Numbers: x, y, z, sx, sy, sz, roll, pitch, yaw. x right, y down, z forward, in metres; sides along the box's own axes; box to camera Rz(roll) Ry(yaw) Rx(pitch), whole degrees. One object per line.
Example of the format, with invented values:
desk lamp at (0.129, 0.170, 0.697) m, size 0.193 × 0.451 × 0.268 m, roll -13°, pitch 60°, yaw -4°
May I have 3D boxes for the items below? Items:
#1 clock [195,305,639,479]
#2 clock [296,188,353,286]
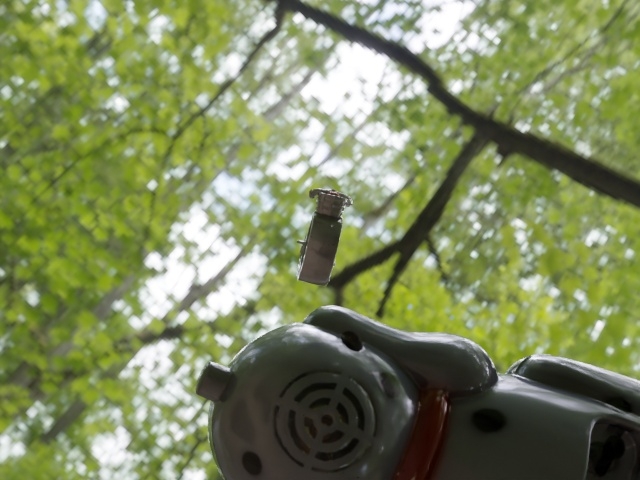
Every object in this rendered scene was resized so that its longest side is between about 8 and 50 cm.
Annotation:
clock at (0.051, 0.123, 0.615) m, size 0.254 × 0.189 × 0.189 m, roll 22°, pitch -36°, yaw -6°
clock at (0.000, 0.000, 1.064) m, size 0.041 × 0.087 × 0.129 m, roll 13°, pitch -7°, yaw -3°
